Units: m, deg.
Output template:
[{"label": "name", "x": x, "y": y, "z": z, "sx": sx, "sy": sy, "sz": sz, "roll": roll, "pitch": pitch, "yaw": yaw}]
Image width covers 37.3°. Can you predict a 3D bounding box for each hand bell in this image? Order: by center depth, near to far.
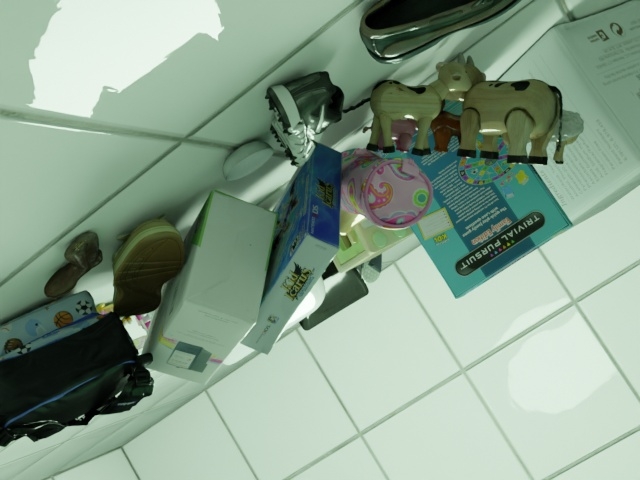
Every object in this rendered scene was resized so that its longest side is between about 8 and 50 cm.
[{"label": "hand bell", "x": 0.000, "y": 0.000, "z": 1.866, "sx": 0.242, "sy": 0.126, "sz": 0.126, "roll": -52, "pitch": 165, "yaw": 14}]

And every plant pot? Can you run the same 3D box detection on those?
[{"label": "plant pot", "x": -0.011, "y": 0.069, "z": 2.251, "sx": 0.187, "sy": 0.188, "sz": 0.167, "roll": -30, "pitch": 156, "yaw": -9}]

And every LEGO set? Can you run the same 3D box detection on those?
[{"label": "LEGO set", "x": -0.418, "y": 0.195, "z": 1.772, "sx": 0.287, "sy": 0.107, "sz": 0.132, "roll": -27, "pitch": 169, "yaw": -30}]

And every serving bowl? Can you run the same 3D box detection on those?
[{"label": "serving bowl", "x": -0.110, "y": -0.122, "z": 1.393, "sx": 0.083, "sy": 0.027, "sz": 0.083, "roll": -31, "pitch": 171, "yaw": -6}]

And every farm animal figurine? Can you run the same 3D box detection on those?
[{"label": "farm animal figurine", "x": 0.248, "y": -0.222, "z": 1.560, "sx": 0.326, "sy": 0.172, "sz": 0.330, "roll": 9, "pitch": -171, "yaw": 25}]

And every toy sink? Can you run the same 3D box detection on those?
[{"label": "toy sink", "x": 0.098, "y": -0.046, "z": 1.977, "sx": 0.131, "sy": 0.153, "sz": 0.234, "roll": -25, "pitch": 176, "yaw": -31}]

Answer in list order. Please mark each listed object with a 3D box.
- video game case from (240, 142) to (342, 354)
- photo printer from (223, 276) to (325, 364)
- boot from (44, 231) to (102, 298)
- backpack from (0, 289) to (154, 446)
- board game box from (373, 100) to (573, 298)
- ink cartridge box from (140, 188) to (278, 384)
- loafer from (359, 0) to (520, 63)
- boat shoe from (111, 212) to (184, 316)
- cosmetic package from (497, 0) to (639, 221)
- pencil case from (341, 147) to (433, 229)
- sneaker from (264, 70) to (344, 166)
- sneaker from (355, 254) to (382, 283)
[{"label": "video game case", "x": -0.048, "y": 0.007, "z": 1.532, "sx": 0.244, "sy": 0.061, "sz": 0.270, "roll": -58, "pitch": -164, "yaw": 33}, {"label": "photo printer", "x": -0.148, "y": 0.125, "z": 2.045, "sx": 0.307, "sy": 0.107, "sz": 0.256, "roll": -33, "pitch": 144, "yaw": 8}, {"label": "boot", "x": -0.361, "y": 0.035, "z": 1.365, "sx": 0.106, "sy": 0.037, "sz": 0.114, "roll": -43, "pitch": 177, "yaw": -15}, {"label": "backpack", "x": -0.432, "y": 0.220, "z": 1.564, "sx": 0.276, "sy": 0.213, "sz": 0.263, "roll": -20, "pitch": 161, "yaw": -18}, {"label": "board game box", "x": 0.277, "y": -0.098, "z": 1.802, "sx": 0.253, "sy": 0.336, "sz": 0.079, "roll": -35, "pitch": 170, "yaw": 17}, {"label": "ink cartridge box", "x": -0.194, "y": 0.100, "z": 1.560, "sx": 0.119, "sy": 0.207, "sz": 0.353, "roll": 19, "pitch": 147, "yaw": -14}, {"label": "loafer", "x": 0.168, "y": -0.309, "z": 1.160, "sx": 0.267, "sy": 0.096, "sz": 0.084, "roll": -32, "pitch": 165, "yaw": 10}, {"label": "boat shoe", "x": -0.285, "y": 0.031, "z": 1.491, "sx": 0.104, "sy": 0.089, "sz": 0.285, "roll": -3, "pitch": 154, "yaw": -25}, {"label": "cosmetic package", "x": 0.546, "y": -0.235, "z": 1.993, "sx": 0.329, "sy": 0.327, "sz": 0.394, "roll": -24, "pitch": 167, "yaw": -37}, {"label": "pencil case", "x": 0.087, "y": -0.092, "z": 1.574, "sx": 0.124, "sy": 0.124, "sz": 0.284, "roll": -31, "pitch": -166, "yaw": -6}, {"label": "sneaker", "x": -0.013, "y": -0.169, "z": 1.315, "sx": 0.106, "sy": 0.078, "sz": 0.234, "roll": -29, "pitch": 168, "yaw": -5}, {"label": "sneaker", "x": 0.096, "y": -0.027, "z": 2.364, "sx": 0.086, "sy": 0.163, "sz": 0.226, "roll": -1, "pitch": 114, "yaw": -30}]
